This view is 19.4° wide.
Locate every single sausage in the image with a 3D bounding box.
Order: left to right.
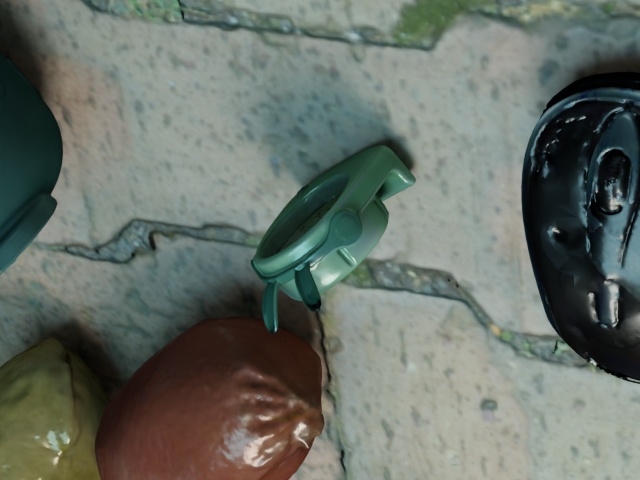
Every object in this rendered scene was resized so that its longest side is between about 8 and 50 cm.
[{"bbox_3d":[-0.083,0.144,1.403,0.148,0.148,0.254,37,134,-4],"label":"sausage"}]

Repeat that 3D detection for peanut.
[{"bbox_3d":[-0.251,0.228,1.556,0.158,0.174,0.340,36,140,2],"label":"peanut"}]

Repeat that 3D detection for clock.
[{"bbox_3d":[0.000,0.000,1.221,0.041,0.135,0.101,47,138,-15],"label":"clock"}]

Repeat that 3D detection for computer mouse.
[{"bbox_3d":[0.191,0.008,1.142,0.137,0.096,0.233,6,133,27],"label":"computer mouse"}]

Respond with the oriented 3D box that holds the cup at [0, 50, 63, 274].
[{"bbox_3d":[-0.328,-0.078,1.311,0.257,0.219,0.290,46,166,-14],"label":"cup"}]
